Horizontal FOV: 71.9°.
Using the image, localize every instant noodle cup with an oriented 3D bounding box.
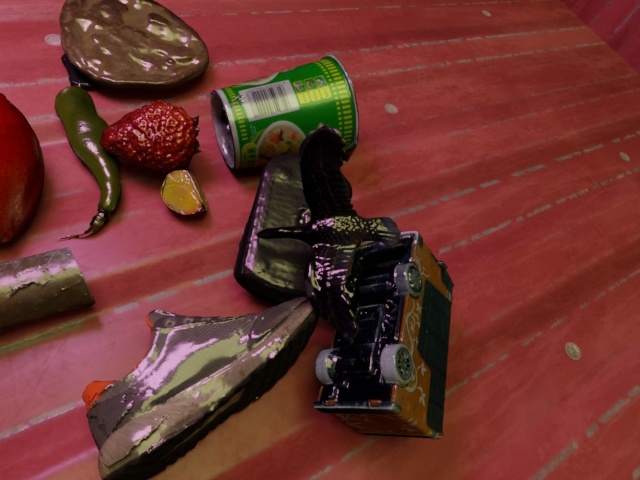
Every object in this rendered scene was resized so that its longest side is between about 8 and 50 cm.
[{"bbox_3d":[-0.073,-0.225,0.829,0.232,0.207,0.207,-16,65,-20],"label":"instant noodle cup"}]

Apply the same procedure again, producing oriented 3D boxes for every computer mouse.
[{"bbox_3d":[-0.043,-0.015,0.752,0.170,0.100,0.270,16,61,-8],"label":"computer mouse"}]

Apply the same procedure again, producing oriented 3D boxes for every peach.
[{"bbox_3d":[-0.496,-0.130,0.635,0.158,0.154,0.267,-26,69,-32],"label":"peach"},{"bbox_3d":[-0.226,-0.077,0.757,0.083,0.050,0.078,21,77,6],"label":"peach"}]

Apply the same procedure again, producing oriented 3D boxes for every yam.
[{"bbox_3d":[-0.438,0.082,0.561,0.259,0.093,0.093,-17,66,-27],"label":"yam"}]

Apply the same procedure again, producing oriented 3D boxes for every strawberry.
[{"bbox_3d":[-0.286,-0.183,0.755,0.148,0.131,0.131,17,52,-35],"label":"strawberry"}]

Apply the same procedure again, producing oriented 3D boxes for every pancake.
[{"bbox_3d":[-0.381,-0.408,0.896,0.294,0.049,0.295,10,58,-17],"label":"pancake"}]

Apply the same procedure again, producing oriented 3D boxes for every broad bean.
[{"bbox_3d":[-0.396,-0.153,0.746,0.098,0.056,0.318,-6,63,-23],"label":"broad bean"}]

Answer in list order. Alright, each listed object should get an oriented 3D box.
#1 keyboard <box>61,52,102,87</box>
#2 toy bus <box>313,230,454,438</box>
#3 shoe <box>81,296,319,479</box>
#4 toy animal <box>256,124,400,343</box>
[{"bbox_3d":[-0.379,-0.360,0.907,0.262,0.016,0.106,-18,66,-28],"label":"keyboard"},{"bbox_3d":[0.108,0.138,0.659,0.167,0.138,0.276,44,46,-34],"label":"toy bus"},{"bbox_3d":[-0.160,0.153,0.601,0.336,0.132,0.171,-33,64,-30],"label":"shoe"},{"bbox_3d":[0.005,0.000,0.637,0.160,0.197,0.273,-2,89,-48],"label":"toy animal"}]
